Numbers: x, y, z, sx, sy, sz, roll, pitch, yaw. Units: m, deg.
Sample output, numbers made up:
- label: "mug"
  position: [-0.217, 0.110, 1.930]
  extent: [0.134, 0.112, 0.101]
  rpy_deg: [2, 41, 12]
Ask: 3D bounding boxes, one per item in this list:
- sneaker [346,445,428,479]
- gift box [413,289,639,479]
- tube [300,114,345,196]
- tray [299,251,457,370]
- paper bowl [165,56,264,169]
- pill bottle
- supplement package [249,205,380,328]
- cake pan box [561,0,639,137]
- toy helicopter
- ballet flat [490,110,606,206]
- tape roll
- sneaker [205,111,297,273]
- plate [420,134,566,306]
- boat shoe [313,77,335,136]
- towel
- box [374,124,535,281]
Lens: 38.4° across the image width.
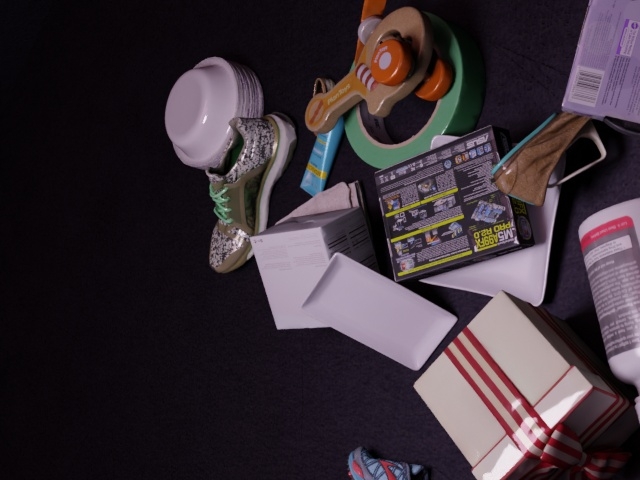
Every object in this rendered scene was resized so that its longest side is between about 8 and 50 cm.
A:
- label: "sneaker"
  position: [0.149, 0.467, 1.736]
  extent: [0.125, 0.104, 0.262]
  rpy_deg: [-40, 36, -4]
- label: "gift box"
  position: [0.332, 0.276, 1.440]
  extent: [0.276, 0.255, 0.258]
  rpy_deg: [-55, 46, 18]
- label: "tube"
  position: [0.009, -0.197, 2.039]
  extent: [0.080, 0.052, 0.207]
  rpy_deg: [43, 120, 51]
- label: "tray"
  position: [0.109, 0.132, 1.734]
  extent: [0.145, 0.270, 0.030]
  rpy_deg: [-57, 12, 22]
- label: "paper bowl"
  position: [-0.282, -0.320, 2.306]
  extent: [0.284, 0.148, 0.284]
  rpy_deg: [-14, 71, 46]
- label: "pill bottle"
  position: [0.497, 0.109, 1.340]
  extent: [0.176, 0.176, 0.318]
  rpy_deg: [-26, 64, 42]
- label: "supplement package"
  position: [-0.003, 0.057, 1.857]
  extent: [0.194, 0.149, 0.203]
  rpy_deg: [-7, 104, 40]
- label: "cake pan box"
  position: [0.515, -0.288, 1.386]
  extent: [0.245, 0.070, 0.267]
  rpy_deg: [14, 95, 14]
- label: "toy helicopter"
  position: [0.084, -0.333, 1.801]
  extent: [0.355, 0.140, 0.235]
  rpy_deg: [-33, 57, 42]
- label: "ballet flat"
  position: [0.430, -0.191, 1.499]
  extent: [0.124, 0.116, 0.342]
  rpy_deg: [42, 87, 5]
- label: "tape roll"
  position: [0.181, -0.293, 1.842]
  extent: [0.321, 0.077, 0.321]
  rpy_deg: [-11, 75, 46]
- label: "sneaker"
  position: [-0.213, -0.121, 2.161]
  extent: [0.158, 0.182, 0.410]
  rpy_deg: [31, 106, 46]
- label: "plate"
  position: [0.305, -0.041, 1.653]
  extent: [0.278, 0.045, 0.277]
  rpy_deg: [12, 95, 41]
- label: "boat shoe"
  position: [-0.003, -0.300, 2.067]
  extent: [0.050, 0.045, 0.135]
  rpy_deg: [1, 84, 48]
- label: "towel"
  position: [0.000, 0.000, 2.005]
  extent: [0.282, 0.049, 0.187]
  rpy_deg: [-33, 59, 40]
- label: "box"
  position: [0.233, -0.059, 1.648]
  extent: [0.270, 0.060, 0.216]
  rpy_deg: [-21, 75, 39]
